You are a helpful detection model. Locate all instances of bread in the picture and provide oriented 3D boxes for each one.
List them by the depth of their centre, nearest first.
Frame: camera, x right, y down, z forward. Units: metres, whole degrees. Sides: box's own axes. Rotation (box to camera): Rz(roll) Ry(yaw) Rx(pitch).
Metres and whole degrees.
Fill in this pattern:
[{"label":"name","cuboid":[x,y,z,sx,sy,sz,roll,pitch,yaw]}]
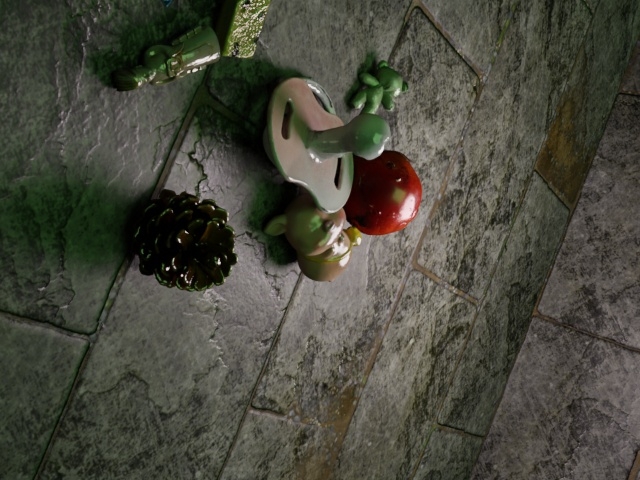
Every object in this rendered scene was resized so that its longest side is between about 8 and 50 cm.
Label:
[{"label":"bread","cuboid":[-0.135,-0.453,1.604,0.088,0.049,0.226,-5,122,-48]}]

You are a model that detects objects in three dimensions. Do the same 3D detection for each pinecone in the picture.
[{"label":"pinecone","cuboid":[-0.239,0.005,1.576,0.168,0.212,0.186,-31,118,-42]}]

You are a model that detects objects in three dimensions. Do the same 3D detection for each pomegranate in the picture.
[{"label":"pomegranate","cuboid":[0.136,-0.114,2.036,0.235,0.210,0.210,174,-62,-82]}]

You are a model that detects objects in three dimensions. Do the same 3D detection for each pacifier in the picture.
[{"label":"pacifier","cuboid":[0.003,-0.201,1.799,0.220,0.273,0.332,-51,138,-1]}]

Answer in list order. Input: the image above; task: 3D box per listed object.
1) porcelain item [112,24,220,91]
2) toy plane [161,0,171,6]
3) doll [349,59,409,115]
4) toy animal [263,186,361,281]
[{"label":"porcelain item","cuboid":[-0.271,-0.315,1.522,0.213,0.054,0.084,-36,130,-38]},{"label":"toy plane","cuboid":[-0.193,-0.503,1.437,0.271,0.105,0.254,-43,178,-36]},{"label":"doll","cuboid":[0.129,-0.349,2.031,0.150,0.077,0.115,-44,100,-17]},{"label":"toy animal","cuboid":[0.001,-0.002,1.949,0.165,0.149,0.248,-57,136,-33]}]
